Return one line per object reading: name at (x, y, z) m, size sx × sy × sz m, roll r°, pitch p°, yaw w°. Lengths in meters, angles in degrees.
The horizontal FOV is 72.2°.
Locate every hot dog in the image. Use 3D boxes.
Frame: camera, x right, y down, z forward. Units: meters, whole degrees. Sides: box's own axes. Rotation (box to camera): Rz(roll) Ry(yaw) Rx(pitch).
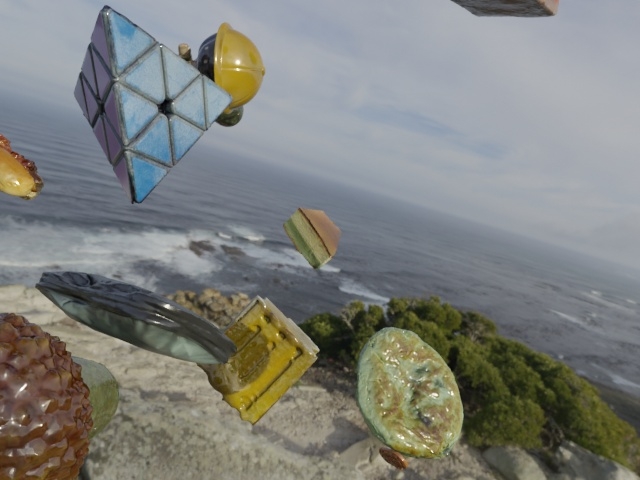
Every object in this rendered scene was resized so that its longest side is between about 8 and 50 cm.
hot dog at (-0.565, -0.157, 0.718) m, size 0.249 × 0.076 × 0.102 m, roll 34°, pitch -3°, yaw 0°

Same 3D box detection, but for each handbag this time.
handbag at (-0.296, 0.120, 0.685) m, size 0.332 × 0.075 × 0.191 m, roll 4°, pitch -29°, yaw 33°

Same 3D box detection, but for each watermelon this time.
watermelon at (-0.298, -0.404, 1.351) m, size 0.133 × 0.105 × 0.105 m, roll 15°, pitch 7°, yaw 33°

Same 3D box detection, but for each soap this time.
soap at (-0.185, 0.346, 1.297) m, size 0.259 × 0.281 × 0.143 m, roll 45°, pitch 4°, yaw 7°

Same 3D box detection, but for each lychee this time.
lychee at (-0.333, 0.165, 0.416) m, size 0.238 × 0.200 × 0.200 m, roll 35°, pitch 9°, yaw -3°

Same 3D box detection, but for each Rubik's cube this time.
Rubik's cube at (-0.213, -0.161, 0.498) m, size 0.211 × 0.190 × 0.178 m, roll -5°, pitch -26°, yaw -7°

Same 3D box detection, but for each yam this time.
yam at (-0.537, 0.331, 0.856) m, size 0.195 × 0.195 × 0.300 m, roll 17°, pitch -9°, yaw 1°

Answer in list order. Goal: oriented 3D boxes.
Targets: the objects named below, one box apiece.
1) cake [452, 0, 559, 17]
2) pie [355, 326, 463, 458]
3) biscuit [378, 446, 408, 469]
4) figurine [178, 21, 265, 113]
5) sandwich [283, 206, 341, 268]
cake at (0.457, -0.687, 1.056) m, size 0.230 × 0.237 × 0.308 m, roll 24°, pitch 21°, yaw 39°
pie at (0.164, 0.276, 0.801) m, size 0.240 × 0.054 × 0.241 m, roll 17°, pitch 51°, yaw -22°
biscuit at (0.204, 0.613, 1.228) m, size 0.015 × 0.078 × 0.091 m, roll -40°, pitch 11°, yaw -35°
figurine at (-0.248, -0.373, 1.005) m, size 0.256 × 0.192 × 0.167 m, roll -12°, pitch -22°, yaw 29°
sandwich at (0.000, 0.000, 1.540) m, size 0.186 × 0.108 × 0.220 m, roll 5°, pitch 46°, yaw -56°
